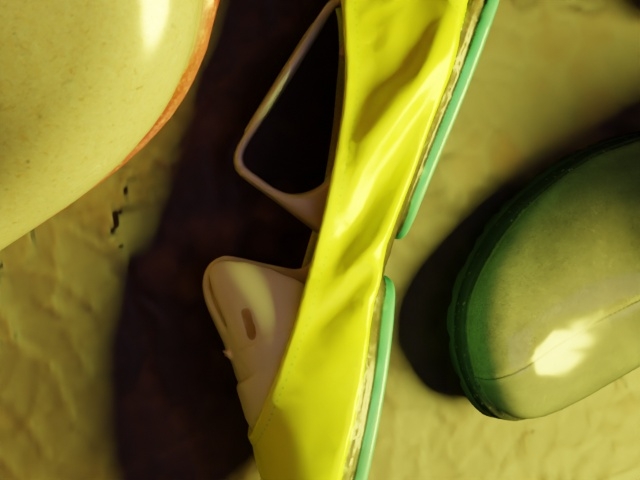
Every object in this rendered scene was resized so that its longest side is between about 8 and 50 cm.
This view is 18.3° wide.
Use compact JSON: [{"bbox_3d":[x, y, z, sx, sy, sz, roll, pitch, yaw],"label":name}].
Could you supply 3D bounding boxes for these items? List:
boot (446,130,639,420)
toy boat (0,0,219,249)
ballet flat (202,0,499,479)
[{"bbox_3d":[0.176,-0.007,0.744,0.246,0.161,0.083,-32,108,-19],"label":"boot"},{"bbox_3d":[-0.130,-0.072,0.556,0.231,0.151,0.151,-30,115,26],"label":"toy boat"},{"bbox_3d":[0.000,0.000,0.720,0.077,0.077,0.231,16,86,-5],"label":"ballet flat"}]
